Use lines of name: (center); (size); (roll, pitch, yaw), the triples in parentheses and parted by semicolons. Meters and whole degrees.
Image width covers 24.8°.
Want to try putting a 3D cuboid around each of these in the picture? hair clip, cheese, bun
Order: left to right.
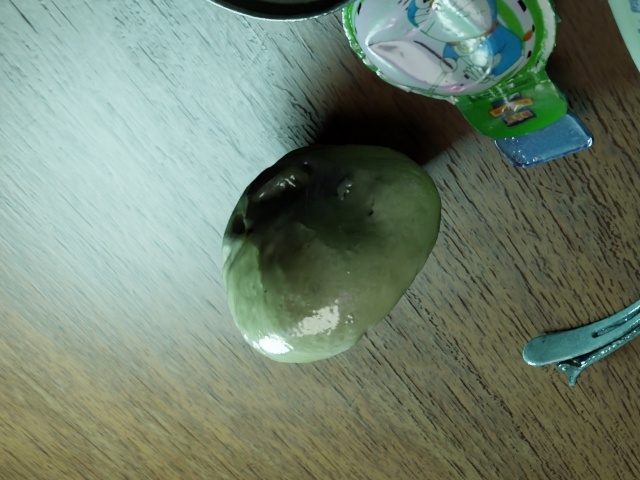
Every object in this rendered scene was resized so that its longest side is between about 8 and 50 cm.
bun: (-0.004, 0.003, 1.528); (0.273, 0.273, 0.168); (-25, 122, 39)
cheese: (0.147, -0.176, 1.385); (0.204, 0.083, 0.320); (-18, 131, 35)
hair clip: (0.356, 0.087, 1.704); (0.083, 0.048, 0.275); (30, 135, -19)

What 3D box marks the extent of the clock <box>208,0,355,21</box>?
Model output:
clock: (-0.048, -0.313, 1.246); (0.280, 0.055, 0.280); (13, 134, 14)

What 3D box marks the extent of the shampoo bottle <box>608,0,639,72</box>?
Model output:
shampoo bottle: (0.339, -0.192, 1.315); (0.134, 0.078, 0.359); (0, 143, 34)
